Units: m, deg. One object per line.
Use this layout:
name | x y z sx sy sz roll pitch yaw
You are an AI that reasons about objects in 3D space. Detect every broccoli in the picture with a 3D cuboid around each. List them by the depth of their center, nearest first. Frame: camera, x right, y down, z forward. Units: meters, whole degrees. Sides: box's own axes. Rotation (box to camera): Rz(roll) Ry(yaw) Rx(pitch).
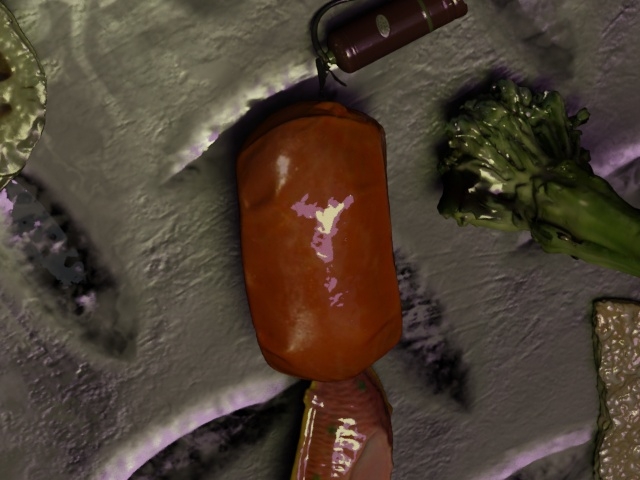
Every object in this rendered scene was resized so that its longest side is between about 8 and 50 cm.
broccoli | 0.238 -0.033 1.608 0.165 0.304 0.145 8 111 -37

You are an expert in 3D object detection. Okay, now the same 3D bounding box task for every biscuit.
biscuit | 0.348 0.166 1.876 0.133 0.032 0.250 -11 115 -13

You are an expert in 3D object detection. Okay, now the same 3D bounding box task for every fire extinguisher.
fire extinguisher | 0.052 -0.196 1.620 0.157 0.045 0.078 -28 74 -9

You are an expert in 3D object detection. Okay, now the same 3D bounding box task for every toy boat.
toy boat | 0.012 0.241 1.780 0.141 0.099 0.318 -13 120 -42

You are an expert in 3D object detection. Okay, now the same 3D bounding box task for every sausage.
sausage | -0.001 0.000 1.630 0.141 0.153 0.268 -5 112 0

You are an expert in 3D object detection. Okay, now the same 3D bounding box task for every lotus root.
lotus root | -0.335 -0.128 1.523 0.183 0.078 0.204 -34 123 -13
